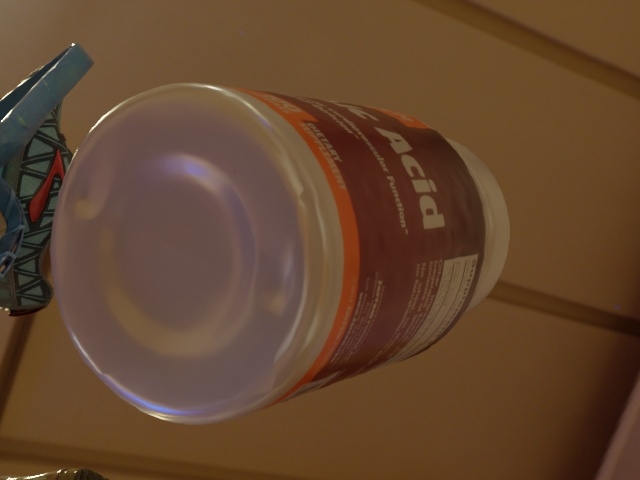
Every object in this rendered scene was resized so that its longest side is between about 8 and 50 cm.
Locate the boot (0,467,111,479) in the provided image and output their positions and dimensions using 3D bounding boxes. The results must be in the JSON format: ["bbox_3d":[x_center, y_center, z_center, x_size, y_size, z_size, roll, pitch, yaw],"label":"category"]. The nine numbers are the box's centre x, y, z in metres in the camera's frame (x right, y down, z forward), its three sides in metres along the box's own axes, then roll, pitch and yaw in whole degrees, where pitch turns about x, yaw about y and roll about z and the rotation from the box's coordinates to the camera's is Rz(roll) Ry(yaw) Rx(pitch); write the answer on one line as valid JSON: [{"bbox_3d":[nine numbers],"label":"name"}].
[{"bbox_3d":[-0.332,0.300,1.124,0.236,0.270,0.089,62,-150,-48],"label":"boot"}]

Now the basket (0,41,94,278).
[{"bbox_3d":[-0.328,-0.051,0.871,0.289,0.255,0.201,-35,-72,19],"label":"basket"}]

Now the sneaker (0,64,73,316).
[{"bbox_3d":[-0.289,-0.049,1.067,0.125,0.104,0.261,17,-96,-15],"label":"sneaker"}]

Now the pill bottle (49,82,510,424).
[{"bbox_3d":[0.000,0.000,0.822,0.392,0.224,0.224,-6,-67,-61],"label":"pill bottle"}]
